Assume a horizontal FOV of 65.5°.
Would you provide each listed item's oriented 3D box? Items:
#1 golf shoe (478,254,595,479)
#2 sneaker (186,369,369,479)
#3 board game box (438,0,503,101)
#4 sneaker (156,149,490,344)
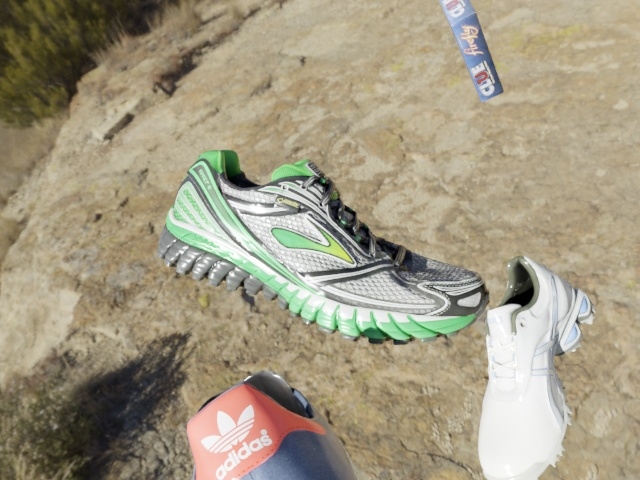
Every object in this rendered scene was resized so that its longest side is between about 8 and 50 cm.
[{"bbox_3d":[0.144,0.091,0.376,0.069,0.086,0.176,-22,32,53],"label":"golf shoe"},{"bbox_3d":[-0.037,0.197,0.440,0.131,0.350,0.148,-31,71,-17],"label":"sneaker"},{"bbox_3d":[0.253,-0.384,0.889,0.042,0.165,0.243,-23,45,22],"label":"board game box"},{"bbox_3d":[0.000,0.000,0.498,0.344,0.146,0.134,19,10,11],"label":"sneaker"}]
